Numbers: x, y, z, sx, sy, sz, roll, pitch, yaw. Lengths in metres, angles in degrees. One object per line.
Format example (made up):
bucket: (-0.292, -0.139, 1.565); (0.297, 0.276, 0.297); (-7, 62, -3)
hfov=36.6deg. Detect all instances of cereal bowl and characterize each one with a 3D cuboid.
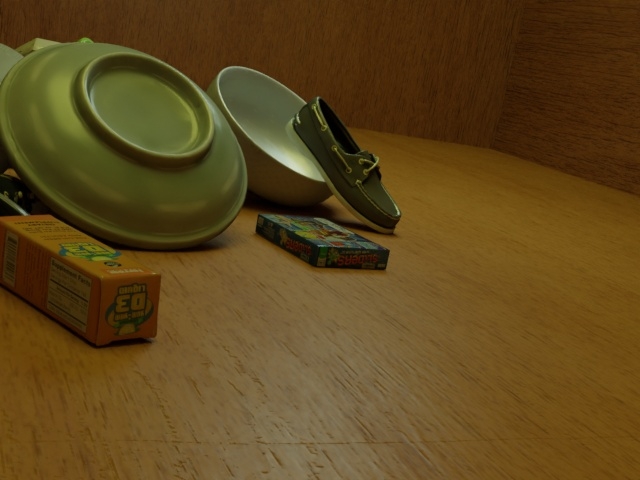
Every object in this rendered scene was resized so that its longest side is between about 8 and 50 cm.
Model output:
cereal bowl: (-0.110, -0.189, 1.960); (0.339, 0.141, 0.339); (34, 27, -20)

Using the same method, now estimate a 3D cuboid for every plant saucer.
plant saucer: (-0.273, -0.172, 1.444); (0.401, 0.100, 0.400); (21, 44, -22)

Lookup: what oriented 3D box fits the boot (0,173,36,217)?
boot: (-0.423, -0.043, 1.273); (0.236, 0.085, 0.179); (17, 10, 23)

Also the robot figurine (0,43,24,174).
robot figurine: (-0.555, -0.196, 1.519); (0.300, 0.199, 0.353); (3, 24, -1)

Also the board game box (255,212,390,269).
board game box: (0.000, 0.000, 1.570); (0.136, 0.035, 0.201); (3, 14, -32)

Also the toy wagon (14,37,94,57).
toy wagon: (-0.527, -0.292, 2.088); (0.267, 0.068, 0.344); (-19, -44, 27)

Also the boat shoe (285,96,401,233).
boat shoe: (0.056, -0.146, 1.863); (0.305, 0.091, 0.109); (50, 27, 15)

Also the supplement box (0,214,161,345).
supplement box: (-0.267, 0.037, 1.039); (0.078, 0.080, 0.233); (-4, 21, -45)
